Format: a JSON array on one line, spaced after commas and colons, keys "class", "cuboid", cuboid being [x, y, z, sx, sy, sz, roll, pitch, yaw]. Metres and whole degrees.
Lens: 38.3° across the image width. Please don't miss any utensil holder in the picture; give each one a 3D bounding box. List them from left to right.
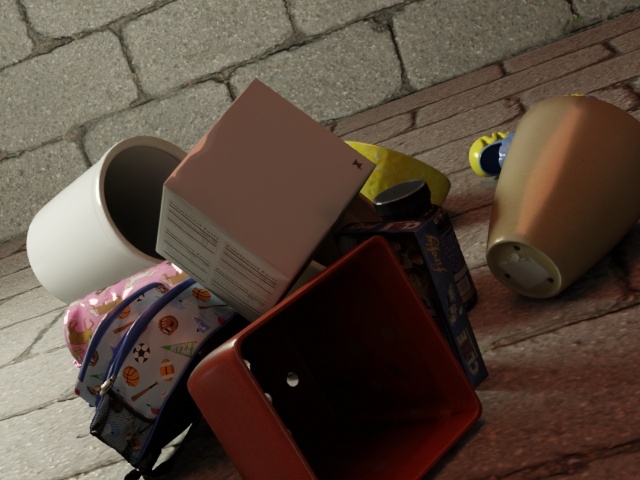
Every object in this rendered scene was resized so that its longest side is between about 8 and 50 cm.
[{"class": "utensil holder", "cuboid": [-0.491, -0.030, 2.251, 0.385, 0.327, 0.327, -27, 9, 43]}]

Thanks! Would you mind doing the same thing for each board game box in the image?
[{"class": "board game box", "cuboid": [0.125, 0.089, 1.291, 0.042, 0.243, 0.165, -34, 19, -37]}]

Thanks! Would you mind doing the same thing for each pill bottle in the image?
[{"class": "pill bottle", "cuboid": [0.167, 0.017, 1.511, 0.123, 0.219, 0.123, -21, 16, 6]}]

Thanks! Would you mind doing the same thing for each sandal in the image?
[{"class": "sandal", "cuboid": [0.496, -0.219, 2.054, 0.317, 0.126, 0.138, -30, 19, 3]}]

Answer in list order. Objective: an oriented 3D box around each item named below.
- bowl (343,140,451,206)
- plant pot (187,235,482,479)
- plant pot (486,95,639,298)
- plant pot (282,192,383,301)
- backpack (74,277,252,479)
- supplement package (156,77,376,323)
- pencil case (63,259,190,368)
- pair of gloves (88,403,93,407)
[{"class": "bowl", "cuboid": [0.119, -0.086, 1.968, 0.289, 0.289, 0.156, 3, 72, 56]}, {"class": "plant pot", "cuboid": [-0.009, 0.190, 1.160, 0.267, 0.267, 0.236, -35, 8, -37]}, {"class": "plant pot", "cuboid": [0.379, -0.045, 1.468, 0.256, 0.256, 0.274, -5, 40, 46]}, {"class": "plant pot", "cuboid": [-0.025, 0.044, 1.630, 0.263, 0.263, 0.229, -43, -11, -52]}, {"class": "backpack", "cuboid": [-0.226, 0.179, 1.397, 0.263, 0.213, 0.276, -55, -3, 33]}, {"class": "supplement package", "cuboid": [-0.085, -0.041, 1.257, 0.199, 0.198, 0.262, -53, -2, -22]}, {"class": "pencil case", "cuboid": [-0.304, 0.130, 1.783, 0.386, 0.160, 0.167, -22, 16, 11]}, {"class": "pair of gloves", "cuboid": [-0.350, 0.261, 1.763, 0.198, 0.023, 0.159, -19, 16, 14]}]
